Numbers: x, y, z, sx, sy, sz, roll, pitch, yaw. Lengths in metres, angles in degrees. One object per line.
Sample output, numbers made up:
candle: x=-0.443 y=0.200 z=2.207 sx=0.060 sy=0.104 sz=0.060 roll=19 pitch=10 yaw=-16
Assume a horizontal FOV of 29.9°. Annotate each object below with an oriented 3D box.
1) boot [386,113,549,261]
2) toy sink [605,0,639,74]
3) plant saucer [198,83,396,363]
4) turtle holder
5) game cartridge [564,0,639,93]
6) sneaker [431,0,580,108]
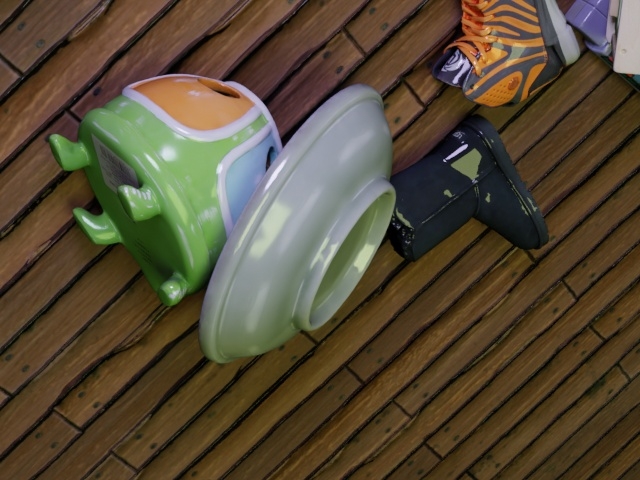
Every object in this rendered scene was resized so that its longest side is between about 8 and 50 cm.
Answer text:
boot: x=0.198 y=-0.034 z=1.735 sx=0.207 sy=0.094 sz=0.246 roll=-37 pitch=121 yaw=-7
toy sink: x=0.453 y=-0.321 z=1.597 sx=0.131 sy=0.234 sz=0.152 roll=7 pitch=115 yaw=10
plant saucer: x=0.000 y=0.000 z=1.510 sx=0.400 sy=0.101 sz=0.400 roll=-54 pitch=165 yaw=-22
turtle holder: x=-0.153 y=-0.052 z=1.463 sx=0.227 sy=0.243 sz=0.320 roll=-37 pitch=116 yaw=-23
game cartridge: x=0.537 y=-0.315 z=1.768 sx=0.355 sy=0.068 sz=0.230 roll=30 pitch=98 yaw=-36
sneaker: x=0.213 y=-0.290 z=1.578 sx=0.180 sy=0.124 sz=0.321 roll=-41 pitch=127 yaw=-1
